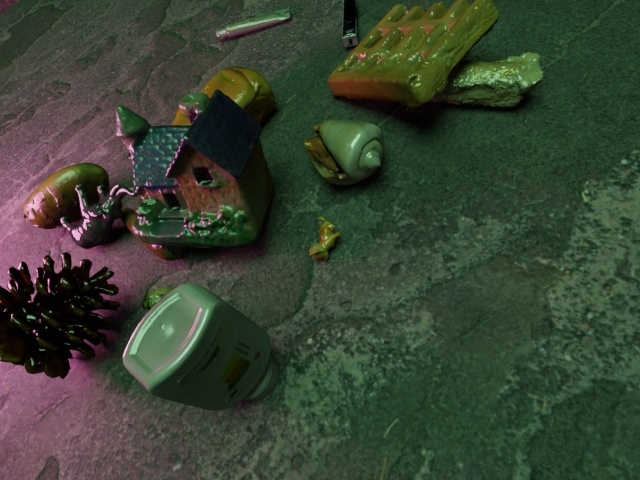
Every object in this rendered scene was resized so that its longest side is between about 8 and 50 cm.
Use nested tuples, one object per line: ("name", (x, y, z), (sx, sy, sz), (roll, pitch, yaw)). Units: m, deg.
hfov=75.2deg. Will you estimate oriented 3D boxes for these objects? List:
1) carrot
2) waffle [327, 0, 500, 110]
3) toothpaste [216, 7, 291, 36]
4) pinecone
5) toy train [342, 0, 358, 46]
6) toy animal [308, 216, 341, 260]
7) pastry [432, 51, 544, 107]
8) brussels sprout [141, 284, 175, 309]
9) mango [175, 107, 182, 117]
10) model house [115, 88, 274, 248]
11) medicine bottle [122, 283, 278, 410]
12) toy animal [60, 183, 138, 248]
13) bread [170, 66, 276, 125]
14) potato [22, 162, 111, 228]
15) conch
("carrot", (-0.442, -0.030, 1.047), (0.298, 0.078, 0.078), (26, 73, 34))
("waffle", (0.203, -0.450, 0.994), (0.304, 0.077, 0.348), (-48, 38, -9))
("toothpaste", (-0.220, -0.709, 1.360), (0.256, 0.037, 0.067), (-14, 54, 7))
("pinecone", (-0.557, 0.144, 0.883), (0.264, 0.264, 0.264), (-8, 60, 14))
("toy train", (0.087, -0.649, 1.219), (0.043, 0.047, 0.207), (-6, 60, 14))
("toy animal", (0.000, 0.000, 0.885), (0.083, 0.060, 0.081), (-40, 97, -7))
("pastry", (0.361, -0.367, 0.948), (0.259, 0.089, 0.121), (9, 70, 21))
("brussels sprout", (-0.365, 0.134, 0.933), (0.085, 0.058, 0.085), (-20, 45, 22))
("mango", (-0.371, -0.344, 1.197), (0.079, 0.057, 0.114), (-26, 63, -10))
("model house", (-0.282, -0.163, 0.895), (0.312, 0.280, 0.245), (3, 45, 13))
("medicine bottle", (-0.171, 0.194, 0.692), (0.111, 0.296, 0.161), (29, 73, 28))
("toy animal", (-0.557, -0.082, 1.050), (0.269, 0.082, 0.137), (-40, 74, 23))
("bread", (-0.267, -0.327, 1.111), (0.167, 0.132, 0.294), (35, 76, 24))
("potato", (-0.674, -0.118, 1.116), (0.251, 0.149, 0.113), (-28, 64, 1))
("conch", (0.063, -0.207, 0.960), (0.158, 0.127, 0.255), (-60, 33, 16))
